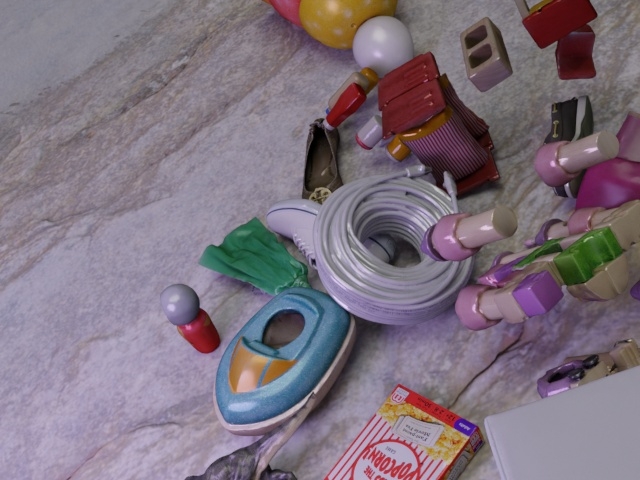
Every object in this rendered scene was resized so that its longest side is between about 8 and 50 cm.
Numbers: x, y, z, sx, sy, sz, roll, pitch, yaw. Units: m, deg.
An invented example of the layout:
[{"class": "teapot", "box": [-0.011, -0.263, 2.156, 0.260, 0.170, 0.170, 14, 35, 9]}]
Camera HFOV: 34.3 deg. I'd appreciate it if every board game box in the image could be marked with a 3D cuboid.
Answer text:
[{"class": "board game box", "box": [0.113, 0.311, 1.443, 0.146, 0.045, 0.193, 23, 64, 39]}]

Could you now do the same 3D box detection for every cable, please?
[{"class": "cable", "box": [0.112, 0.010, 1.618, 0.257, 0.089, 0.257, -6, 57, -14]}]

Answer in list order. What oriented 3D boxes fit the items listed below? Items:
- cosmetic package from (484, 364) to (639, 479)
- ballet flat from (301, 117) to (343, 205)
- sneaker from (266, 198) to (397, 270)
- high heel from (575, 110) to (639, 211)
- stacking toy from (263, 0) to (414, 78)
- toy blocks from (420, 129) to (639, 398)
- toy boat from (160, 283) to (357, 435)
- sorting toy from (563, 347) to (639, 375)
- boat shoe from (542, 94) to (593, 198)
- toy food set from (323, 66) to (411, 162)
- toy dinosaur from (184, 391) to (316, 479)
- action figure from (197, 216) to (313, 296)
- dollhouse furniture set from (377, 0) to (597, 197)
[{"class": "cosmetic package", "box": [0.426, 0.329, 1.072, 0.393, 0.329, 0.327, -20, 46, 7]}, {"class": "ballet flat", "box": [0.001, -0.136, 1.891, 0.084, 0.058, 0.250, -12, 47, 17]}, {"class": "sneaker", "box": [0.000, 0.000, 1.744, 0.258, 0.094, 0.091, 16, 55, 35]}, {"class": "high heel", "box": [0.564, -0.037, 1.527, 0.377, 0.127, 0.181, 36, 100, 38]}, {"class": "stacking toy", "box": [0.035, -0.504, 2.081, 0.350, 0.351, 0.480, -29, 60, -1]}, {"class": "toy blocks", "box": [0.311, 0.052, 1.472, 0.288, 0.309, 0.260, -33, 6, -29]}, {"class": "toy boat", "box": [-0.117, 0.160, 1.619, 0.318, 0.148, 0.267, 17, 60, 36]}, {"class": "sorting toy", "box": [0.426, 0.227, 1.378, 0.192, 0.038, 0.208, -10, 42, 18]}, {"class": "boat shoe", "box": [0.399, -0.149, 1.700, 0.068, 0.081, 0.228, -4, 42, 27]}, {"class": "toy food set", "box": [0.076, -0.218, 1.906, 0.104, 0.111, 0.232, -45, 49, 28]}, {"class": "toy dinosaur", "box": [-0.092, 0.339, 1.487, 0.268, 0.064, 0.118, -36, 68, 10]}, {"class": "action figure", "box": [-0.090, 0.047, 1.768, 0.137, 0.063, 0.232, -43, 42, -17]}, {"class": "dollhouse furniture set", "box": [0.295, -0.241, 1.679, 0.374, 0.201, 0.152, -29, 41, 24]}]
